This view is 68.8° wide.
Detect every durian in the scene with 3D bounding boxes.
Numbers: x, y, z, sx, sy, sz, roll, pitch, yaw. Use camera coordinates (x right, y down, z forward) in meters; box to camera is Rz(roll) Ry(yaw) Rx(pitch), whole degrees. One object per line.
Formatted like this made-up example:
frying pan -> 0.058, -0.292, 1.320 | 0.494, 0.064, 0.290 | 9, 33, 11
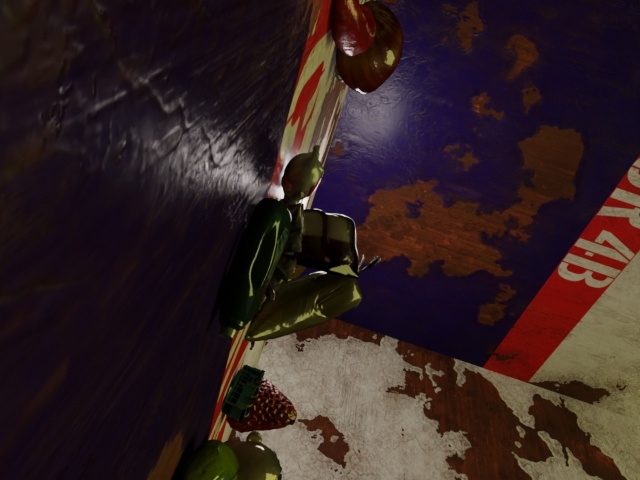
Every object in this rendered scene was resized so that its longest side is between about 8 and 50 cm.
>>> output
durian -> -0.233, 0.468, 0.931 | 0.139, 0.101, 0.250 | -36, 177, -5

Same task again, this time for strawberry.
strawberry -> -0.201, 0.587, 1.632 | 0.205, 0.244, 0.205 | 20, 90, -89

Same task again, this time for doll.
doll -> -0.043, -0.122, 0.965 | 0.227, 0.075, 0.102 | 128, -31, -58
doll -> -0.243, 0.678, 1.235 | 0.247, 0.247, 0.349 | -73, 178, -67

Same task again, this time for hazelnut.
hazelnut -> 0.123, -0.510, 1.231 | 0.181, 0.181, 0.212 | 0, -118, 61

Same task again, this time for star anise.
star anise -> -0.083, 0.022, 0.895 | 0.231, 0.089, 0.209 | -98, -155, -82

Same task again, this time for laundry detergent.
laundry detergent -> -0.106, 0.046, 0.714 | 0.137, 0.063, 0.211 | 105, 5, -65

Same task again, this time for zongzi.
zongzi -> -0.003, 0.206, 1.540 | 0.418, 0.447, 0.181 | -49, 120, -76

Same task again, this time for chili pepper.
chili pepper -> 0.075, -0.462, 0.983 | 0.368, 0.092, 0.137 | -78, 176, -64

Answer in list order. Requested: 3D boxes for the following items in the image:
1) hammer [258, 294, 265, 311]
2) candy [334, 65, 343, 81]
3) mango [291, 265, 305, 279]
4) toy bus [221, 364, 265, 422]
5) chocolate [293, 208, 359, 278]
hammer -> -0.170, 0.139, 1.512 | 0.062, 0.013, 0.199 | 109, -1, -56
candy -> 0.094, -0.510, 1.380 | 0.095, 0.110, 0.085 | 25, 84, -75
mango -> -0.095, 0.062, 1.923 | 0.221, 0.120, 0.151 | -63, -179, 28
toy bus -> -0.241, 0.472, 1.464 | 0.160, 0.091, 0.079 | -62, 175, -52
chocolate -> 0.000, 0.000, 1.462 | 0.283, 0.283, 0.186 | 131, -28, -88
